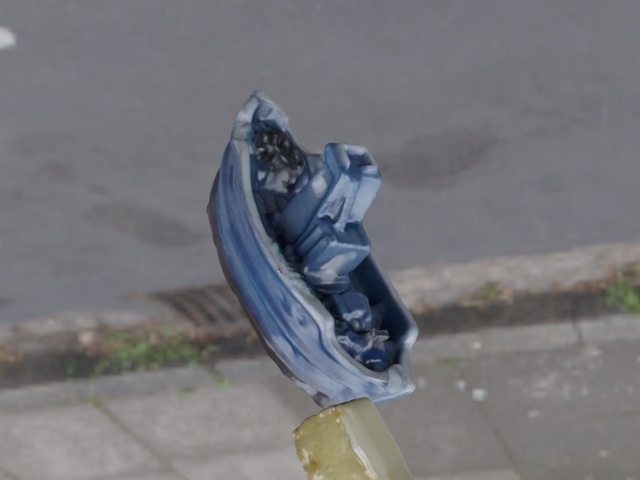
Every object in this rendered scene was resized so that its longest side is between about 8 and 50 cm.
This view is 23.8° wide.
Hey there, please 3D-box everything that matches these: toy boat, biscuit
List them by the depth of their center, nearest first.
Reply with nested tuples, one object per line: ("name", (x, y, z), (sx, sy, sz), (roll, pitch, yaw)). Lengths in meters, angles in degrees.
("biscuit", (0.048, 0.192, 1.003), (0.052, 0.188, 0.056), (-5, 149, -50))
("toy boat", (0.000, 0.000, 1.200), (0.129, 0.309, 0.142), (6, 136, -41))
